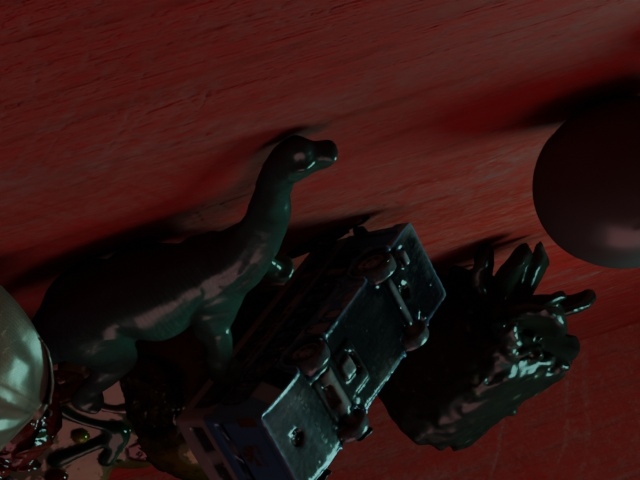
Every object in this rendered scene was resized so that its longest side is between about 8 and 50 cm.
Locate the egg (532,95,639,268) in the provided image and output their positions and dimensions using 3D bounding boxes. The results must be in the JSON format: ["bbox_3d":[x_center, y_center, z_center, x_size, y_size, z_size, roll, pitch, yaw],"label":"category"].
[{"bbox_3d":[0.266,-0.051,1.563,0.146,0.146,0.198,-27,170,41],"label":"egg"}]

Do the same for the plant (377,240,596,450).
[{"bbox_3d":[0.190,0.113,2.200,0.276,0.188,0.199,-45,151,27],"label":"plant"}]

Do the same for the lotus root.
[{"bbox_3d":[-0.074,0.141,1.870,0.179,0.196,0.397,0,-176,27],"label":"lotus root"}]

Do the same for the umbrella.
[{"bbox_3d":[-0.001,0.001,1.766,0.122,0.013,0.022,-26,-172,33],"label":"umbrella"}]

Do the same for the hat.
[{"bbox_3d":[-0.333,0.142,1.419,0.226,0.164,0.219,-45,172,-44],"label":"hat"}]

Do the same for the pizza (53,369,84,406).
[{"bbox_3d":[-0.355,0.155,1.810,0.226,0.069,0.147,-12,-178,17],"label":"pizza"}]

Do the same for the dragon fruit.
[{"bbox_3d":[-0.302,0.152,1.702,0.121,0.142,0.130,-24,173,0],"label":"dragon fruit"}]

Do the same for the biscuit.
[{"bbox_3d":[-0.265,0.210,1.936,0.197,0.049,0.301,21,120,-26],"label":"biscuit"}]

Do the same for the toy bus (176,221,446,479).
[{"bbox_3d":[-0.001,0.107,1.699,0.131,0.106,0.297,-10,-151,37],"label":"toy bus"}]

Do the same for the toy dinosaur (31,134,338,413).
[{"bbox_3d":[-0.159,0.030,1.483,0.383,0.129,0.331,-16,159,0],"label":"toy dinosaur"}]
